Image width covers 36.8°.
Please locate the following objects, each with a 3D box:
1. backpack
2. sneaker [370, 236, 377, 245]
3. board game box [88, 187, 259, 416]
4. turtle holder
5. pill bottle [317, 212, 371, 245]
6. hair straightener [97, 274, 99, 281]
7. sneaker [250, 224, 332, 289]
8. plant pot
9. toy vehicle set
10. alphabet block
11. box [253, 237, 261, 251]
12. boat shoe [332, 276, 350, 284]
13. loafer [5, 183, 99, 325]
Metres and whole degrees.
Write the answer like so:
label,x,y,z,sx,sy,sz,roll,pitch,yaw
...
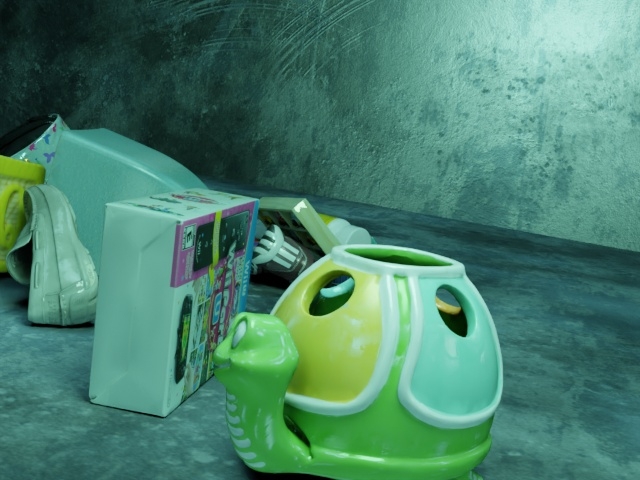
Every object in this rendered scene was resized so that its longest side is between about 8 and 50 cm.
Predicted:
label,x,y,z,sx,sy,sz,roll,pitch,yaw
backpack,-0.622,-0.151,2.036,0.191,0.253,0.225,51,-11,-24
sneaker,0.057,0.001,2.377,0.167,0.064,0.076,9,4,-6
board game box,-0.170,0.059,1.174,0.098,0.223,0.303,9,9,9
turtle holder,0.029,0.121,0.941,0.321,0.227,0.243,6,9,-20
pill bottle,0.000,0.000,2.119,0.209,0.119,0.119,15,10,37
hair straightener,-0.332,0.071,1.525,0.231,0.047,0.089,7,8,-1
sneaker,-0.055,0.053,1.870,0.163,0.106,0.281,32,-2,-3
plant pot,-0.328,-0.042,1.685,0.252,0.247,0.248,17,9,2
toy vehicle set,-0.039,-0.012,1.918,0.166,0.035,0.267,52,-15,-15
alphabet block,-0.590,-0.055,1.566,0.197,0.192,0.193,9,2,9
box,-0.285,0.002,2.017,0.293,0.057,0.201,13,10,28
boat shoe,0.090,0.059,1.989,0.183,0.066,0.066,6,7,-20
loafer,-0.412,0.013,1.426,0.112,0.112,0.319,-11,34,-21
